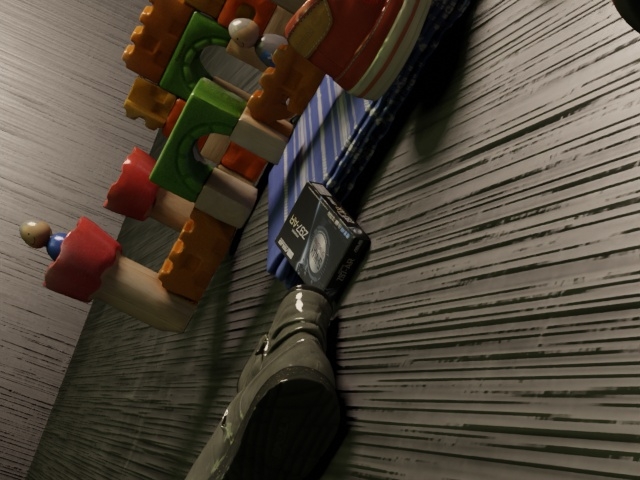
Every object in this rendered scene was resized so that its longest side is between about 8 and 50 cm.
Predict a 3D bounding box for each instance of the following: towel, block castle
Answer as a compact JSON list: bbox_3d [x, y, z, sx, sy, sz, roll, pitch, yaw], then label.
[{"bbox_3d":[0.039,-0.138,0.991,0.336,0.040,0.243,-58,17,23],"label":"towel"},{"bbox_3d":[-0.131,-0.157,1.128,0.453,0.212,0.303,-59,7,25],"label":"block castle"}]

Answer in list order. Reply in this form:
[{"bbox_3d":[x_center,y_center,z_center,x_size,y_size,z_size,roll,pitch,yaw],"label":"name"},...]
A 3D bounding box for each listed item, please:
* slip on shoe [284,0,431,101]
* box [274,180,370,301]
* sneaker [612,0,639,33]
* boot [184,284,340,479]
[{"bbox_3d":[0.051,-0.266,0.891,0.123,0.101,0.331,-45,23,55],"label":"slip on shoe"},{"bbox_3d":[0.000,0.000,0.884,0.083,0.018,0.067,52,121,41],"label":"box"},{"bbox_3d":[0.202,-0.225,0.460,0.276,0.097,0.135,-62,19,23],"label":"sneaker"},{"bbox_3d":[-0.056,0.163,0.835,0.247,0.083,0.161,-56,12,18],"label":"boot"}]
